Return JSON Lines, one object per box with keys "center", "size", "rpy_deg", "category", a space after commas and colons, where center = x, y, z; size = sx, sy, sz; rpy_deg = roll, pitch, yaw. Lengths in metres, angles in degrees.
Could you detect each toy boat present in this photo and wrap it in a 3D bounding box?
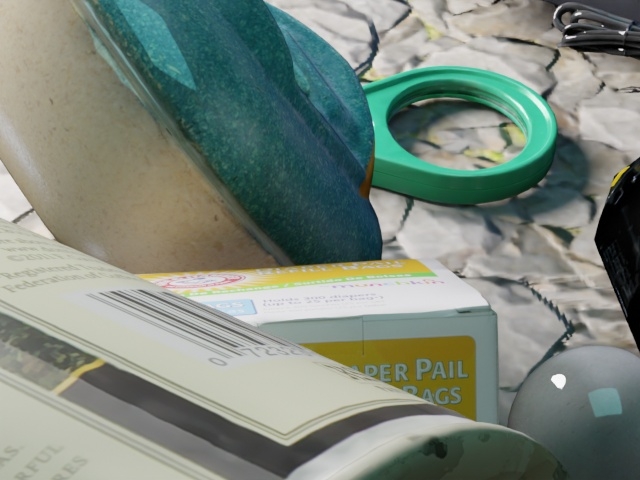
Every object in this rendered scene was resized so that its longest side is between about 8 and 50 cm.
{"center": [0.000, 0.000, 0.708], "size": [0.148, 0.267, 0.318], "rpy_deg": [-37, 75, 3], "category": "toy boat"}

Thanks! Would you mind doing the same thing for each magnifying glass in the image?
{"center": [0.005, -0.052, 0.900], "size": [0.231, 0.026, 0.092], "rpy_deg": [-1, 42, -8], "category": "magnifying glass"}

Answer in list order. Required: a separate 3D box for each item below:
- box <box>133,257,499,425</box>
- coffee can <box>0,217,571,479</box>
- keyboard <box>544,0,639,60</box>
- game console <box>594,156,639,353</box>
{"center": [-0.007, 0.112, 0.567], "size": [0.114, 0.203, 0.103], "rpy_deg": [-2, 8, -8], "category": "box"}
{"center": [-0.106, 0.088, 0.416], "size": [0.275, 0.201, 0.201], "rpy_deg": [21, 44, 32], "category": "coffee can"}
{"center": [0.216, -0.107, 0.934], "size": [0.317, 0.033, 0.201], "rpy_deg": [21, 25, 24], "category": "keyboard"}
{"center": [0.319, 0.028, 0.823], "size": [0.361, 0.044, 0.213], "rpy_deg": [-4, 44, -9], "category": "game console"}
